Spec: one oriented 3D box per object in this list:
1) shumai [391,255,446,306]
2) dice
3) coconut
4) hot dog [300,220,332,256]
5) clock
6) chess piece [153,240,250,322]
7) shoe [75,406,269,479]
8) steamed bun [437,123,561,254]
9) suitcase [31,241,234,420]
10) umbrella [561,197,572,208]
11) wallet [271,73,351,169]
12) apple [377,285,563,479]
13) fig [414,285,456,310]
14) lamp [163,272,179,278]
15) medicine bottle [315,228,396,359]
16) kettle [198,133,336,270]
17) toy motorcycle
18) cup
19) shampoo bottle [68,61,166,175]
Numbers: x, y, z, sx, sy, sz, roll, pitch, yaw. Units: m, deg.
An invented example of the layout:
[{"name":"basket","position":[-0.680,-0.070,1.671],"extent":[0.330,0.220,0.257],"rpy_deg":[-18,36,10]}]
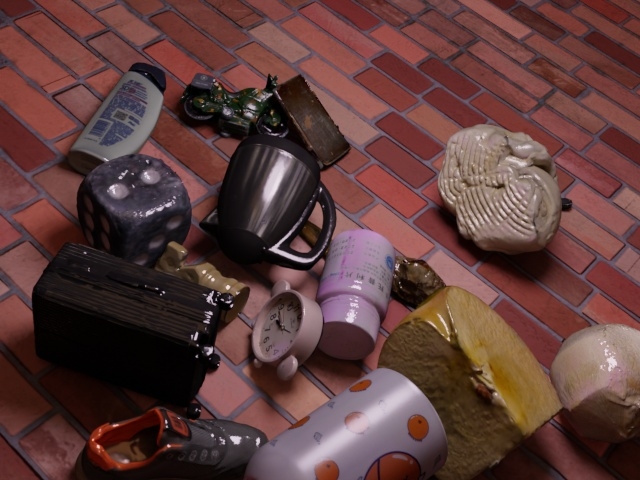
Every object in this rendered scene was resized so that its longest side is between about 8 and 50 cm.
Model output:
[{"name":"shumai","position":[0.221,0.080,1.890],"extent":[0.139,0.105,0.123],"rpy_deg":[51,48,-4]},{"name":"dice","position":[-0.385,-0.056,1.778],"extent":[0.183,0.182,0.181],"rpy_deg":[-28,60,-34]},{"name":"coconut","position":[0.584,0.292,1.711],"extent":[0.227,0.227,0.230],"rpy_deg":[1,48,-14]},{"name":"hot dog","position":[0.000,0.000,1.936],"extent":[0.044,0.028,0.137],"rpy_deg":[-43,65,-11]},{"name":"clock","position":[-0.065,0.177,1.680],"extent":[0.063,0.155,0.229],"rpy_deg":[30,35,-34]},{"name":"chess piece","position":[-0.249,0.082,1.757],"extent":[0.200,0.090,0.090],"rpy_deg":[30,49,14]},{"name":"shoe","position":[-0.246,0.341,1.471],"extent":[0.336,0.171,0.132],"rpy_deg":[-3,50,-17]},{"name":"steamed bun","position":[0.431,-0.115,2.017],"extent":[0.206,0.275,0.320],"rpy_deg":[0,74,-53]},{"name":"suitcase","position":[-0.344,0.162,1.563],"extent":[0.335,0.230,0.152],"rpy_deg":[18,47,1]},{"name":"umbrella","position":[0.572,-0.098,2.176],"extent":[0.133,0.031,0.036],"rpy_deg":[4,50,-13]},{"name":"wallet","position":[-0.024,-0.292,2.118],"extent":[0.122,0.031,0.232],"rpy_deg":[-39,97,-42]},{"name":"apple","position":[0.270,0.262,1.610],"extent":[0.314,0.252,0.309],"rpy_deg":[-32,71,-12]},{"name":"fig","position":[0.274,0.190,1.785],"extent":[0.142,0.148,0.186],"rpy_deg":[-22,81,13]},{"name":"lamp","position":[-0.310,0.114,1.700],"extent":[0.105,0.105,0.105],"rpy_deg":[8,48,-9]},{"name":"medicine bottle","position":[0.069,0.110,1.776],"extent":[0.152,0.152,0.255],"rpy_deg":[15,47,-2]},{"name":"kettle","position":[-0.119,-0.053,1.861],"extent":[0.250,0.207,0.271],"rpy_deg":[39,52,-23]},{"name":"toy motorcycle","position":[-0.201,-0.346,2.129],"extent":[0.274,0.125,0.187],"rpy_deg":[14,57,-3]},{"name":"cup","position":[0.034,0.387,1.483],"extent":[0.317,0.212,0.212],"rpy_deg":[-27,61,-31]},{"name":"shampoo bottle","position":[-0.457,-0.286,2.034],"extent":[0.134,0.078,0.359],"rpy_deg":[21,47,-1]}]
